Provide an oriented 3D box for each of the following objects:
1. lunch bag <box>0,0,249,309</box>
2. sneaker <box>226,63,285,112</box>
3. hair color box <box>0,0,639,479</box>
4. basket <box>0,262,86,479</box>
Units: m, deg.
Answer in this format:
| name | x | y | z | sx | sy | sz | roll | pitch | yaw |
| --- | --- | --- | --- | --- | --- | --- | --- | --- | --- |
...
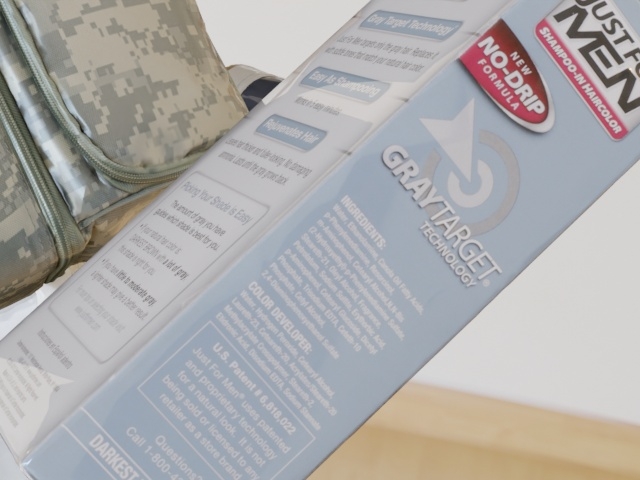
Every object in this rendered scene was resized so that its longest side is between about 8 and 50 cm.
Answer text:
| name | x | y | z | sx | sy | sz | roll | pitch | yaw |
| --- | --- | --- | --- | --- | --- | --- | --- | --- | --- |
| lunch bag | -0.200 | -0.124 | 1.199 | 0.256 | 0.305 | 0.212 | -25 | -3 | -17 |
| sneaker | 0.031 | -0.085 | 1.513 | 0.153 | 0.099 | 0.282 | 20 | 12 | 25 |
| hair color box | 0.000 | 0.000 | 0.960 | 0.374 | 0.113 | 0.185 | -44 | 20 | -7 |
| basket | -0.265 | 0.146 | 1.524 | 0.328 | 0.331 | 0.266 | -27 | -17 | 22 |
